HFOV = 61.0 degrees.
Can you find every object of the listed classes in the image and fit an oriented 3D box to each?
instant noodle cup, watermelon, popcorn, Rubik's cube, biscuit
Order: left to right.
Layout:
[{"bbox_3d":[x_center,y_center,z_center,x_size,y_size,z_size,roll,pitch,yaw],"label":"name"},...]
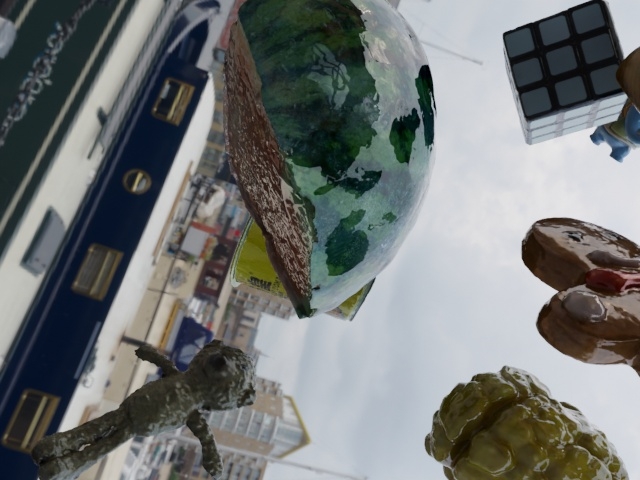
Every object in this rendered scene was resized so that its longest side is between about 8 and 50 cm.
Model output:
[{"bbox_3d":[-0.006,-0.107,0.582,0.319,0.292,0.222,-37,165,14],"label":"watermelon"},{"bbox_3d":[0.000,0.000,1.103,0.325,0.254,0.326,25,90,-87],"label":"instant noodle cup"},{"bbox_3d":[0.235,0.270,0.644,0.203,0.225,0.200,-61,-147,24],"label":"popcorn"},{"bbox_3d":[0.405,-0.272,0.906,0.162,0.163,0.161,13,64,-66],"label":"Rubik's cube"},{"bbox_3d":[0.259,0.064,0.385,0.324,0.205,0.049,-112,-152,-58],"label":"biscuit"}]

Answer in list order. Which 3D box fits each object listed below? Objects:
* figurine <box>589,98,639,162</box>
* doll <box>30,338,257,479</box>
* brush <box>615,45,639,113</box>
[{"bbox_3d":[0.693,-0.241,1.101,0.262,0.153,0.180,-38,-158,38],"label":"figurine"},{"bbox_3d":[-0.225,0.221,0.742,0.203,0.285,0.091,-109,-157,-49],"label":"doll"},{"bbox_3d":[0.493,-0.171,0.643,0.166,0.174,0.267,-50,-122,37],"label":"brush"}]
